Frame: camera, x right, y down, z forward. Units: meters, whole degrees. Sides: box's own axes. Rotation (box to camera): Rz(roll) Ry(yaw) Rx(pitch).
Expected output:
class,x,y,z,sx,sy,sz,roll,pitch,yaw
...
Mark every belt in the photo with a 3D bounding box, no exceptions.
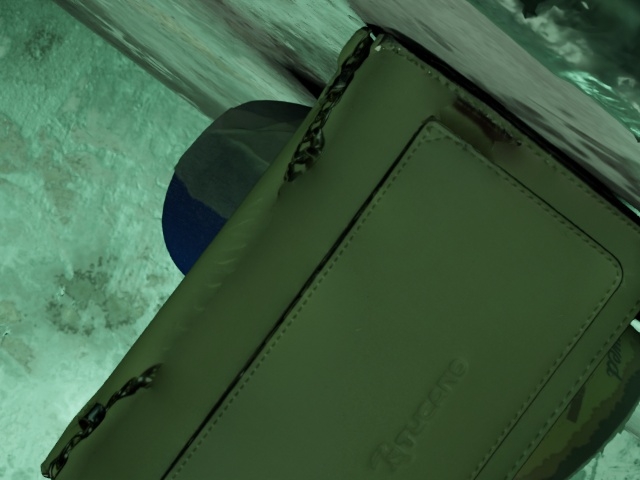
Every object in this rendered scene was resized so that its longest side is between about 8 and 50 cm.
class,x,y,z,sx,sy,sz,roll,pitch,yaw
belt,0.000,0.000,1.738,0.117,0.212,0.347,36,-179,36

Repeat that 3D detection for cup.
class,x,y,z,sx,sy,sz,roll,pitch,yaw
cup,0.136,0.061,1.627,0.257,0.227,0.301,50,-155,-11

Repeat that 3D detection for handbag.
class,x,y,z,sx,sy,sz,roll,pitch,yaw
handbag,0.016,0.074,1.181,0.237,0.358,0.160,37,179,-17

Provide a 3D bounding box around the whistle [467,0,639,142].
class,x,y,z,sx,sy,sz,roll,pitch,yaw
whistle,0.014,-0.143,0.585,0.312,0.062,0.062,37,177,-20
